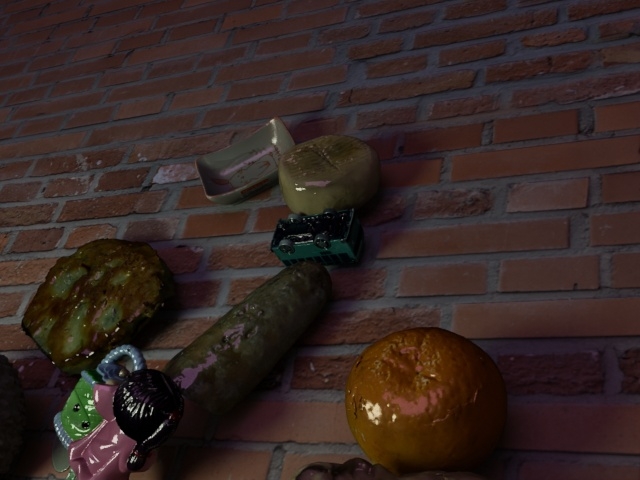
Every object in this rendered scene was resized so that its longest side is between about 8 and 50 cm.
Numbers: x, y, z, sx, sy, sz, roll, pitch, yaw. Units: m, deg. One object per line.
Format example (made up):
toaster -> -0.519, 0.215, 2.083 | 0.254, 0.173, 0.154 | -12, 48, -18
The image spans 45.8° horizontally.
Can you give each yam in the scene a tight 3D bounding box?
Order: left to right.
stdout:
yam -> -0.109, 0.154, 1.263 | 0.133, 0.133, 0.330 | 27, 61, 41

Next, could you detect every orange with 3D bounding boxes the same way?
orange -> 0.141, 0.220, 1.022 | 0.219, 0.193, 0.219 | 2, 35, -1

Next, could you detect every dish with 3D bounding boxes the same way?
dish -> -0.146, -0.154, 1.598 | 0.212, 0.077, 0.151 | -28, 45, 1

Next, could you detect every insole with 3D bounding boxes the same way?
insole -> -0.451, 0.342, 1.346 | 0.053, 0.002, 0.153 | -17, 45, 13

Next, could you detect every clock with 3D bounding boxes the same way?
clock -> -0.305, 0.263, 1.151 | 0.195, 0.100, 0.194 | -49, 55, 13

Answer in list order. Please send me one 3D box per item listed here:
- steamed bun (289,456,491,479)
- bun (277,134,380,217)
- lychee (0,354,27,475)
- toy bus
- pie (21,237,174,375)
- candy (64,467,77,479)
steamed bun -> 0.115, 0.402, 0.820 | 0.372, 0.230, 0.325 | 17, 20, 7
bun -> 0.021, -0.114, 1.445 | 0.193, 0.128, 0.178 | -24, 42, -11
lychee -> -0.651, 0.302, 1.294 | 0.300, 0.300, 0.300 | -14, 45, 15
toy bus -> 0.000, 0.000, 1.370 | 0.160, 0.092, 0.079 | -8, 49, 29
pie -> -0.430, 0.116, 1.475 | 0.354, 0.103, 0.288 | 24, 64, 45
candy -> -0.406, 0.378, 1.249 | 0.078, 0.084, 0.288 | 23, 70, 34
